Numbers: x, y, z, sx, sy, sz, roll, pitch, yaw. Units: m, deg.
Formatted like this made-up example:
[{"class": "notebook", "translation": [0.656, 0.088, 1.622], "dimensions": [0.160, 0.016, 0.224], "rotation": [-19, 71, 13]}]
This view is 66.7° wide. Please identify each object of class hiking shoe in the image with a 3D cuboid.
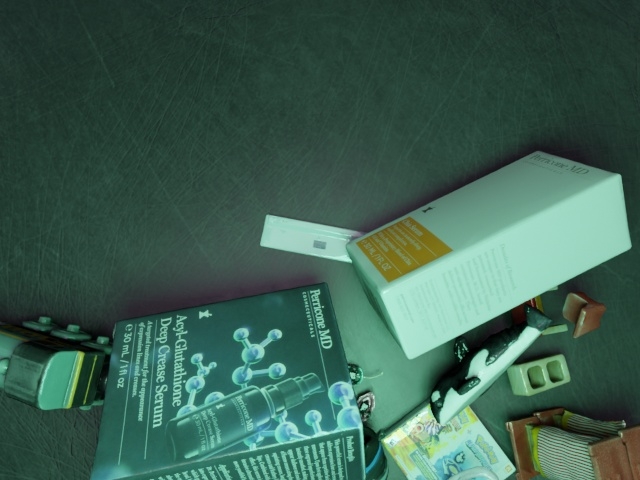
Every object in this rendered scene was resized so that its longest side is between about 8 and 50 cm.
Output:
[{"class": "hiking shoe", "translation": [-0.022, 0.432, 0.926], "dimensions": [0.305, 0.113, 0.131], "rotation": [-16, 122, -10]}]

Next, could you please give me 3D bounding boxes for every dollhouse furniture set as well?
[{"class": "dollhouse furniture set", "translation": [0.449, 0.266, 0.902], "dimensions": [0.152, 0.201, 0.373], "rotation": [-7, 82, -23]}]

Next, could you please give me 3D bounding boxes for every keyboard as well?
[{"class": "keyboard", "translation": [0.000, 0.000, 1.062], "dimensions": [0.256, 0.014, 0.072], "rotation": [11, 87, 2]}]

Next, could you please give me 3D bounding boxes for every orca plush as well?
[{"class": "orca plush", "translation": [0.292, 0.216, 0.917], "dimensions": [0.102, 0.151, 0.287], "rotation": [49, 123, 31]}]

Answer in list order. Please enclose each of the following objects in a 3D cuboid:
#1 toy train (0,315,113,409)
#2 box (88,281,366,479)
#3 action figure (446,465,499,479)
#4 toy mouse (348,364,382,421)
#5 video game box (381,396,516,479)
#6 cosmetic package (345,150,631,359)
[{"class": "toy train", "translation": [-0.528, 0.225, 0.911], "dimensions": [0.334, 0.190, 0.142], "rotation": [9, 81, 25]}, {"class": "box", "translation": [-0.145, 0.278, 0.848], "dimensions": [0.396, 0.211, 0.293], "rotation": [-10, 44, -5]}, {"class": "action figure", "translation": [0.361, 0.624, 0.898], "dimensions": [0.371, 0.248, 0.275], "rotation": [26, 45, -20]}, {"class": "toy mouse", "translation": [0.069, 0.312, 1.004], "dimensions": [0.143, 0.031, 0.161], "rotation": [-36, 83, -4]}, {"class": "video game box", "translation": [0.253, 0.428, 0.978], "dimensions": [0.187, 0.048, 0.205], "rotation": [-36, 83, -7]}, {"class": "cosmetic package", "translation": [0.303, 0.011, 0.926], "dimensions": [0.454, 0.230, 0.161], "rotation": [-26, 114, -4]}]
